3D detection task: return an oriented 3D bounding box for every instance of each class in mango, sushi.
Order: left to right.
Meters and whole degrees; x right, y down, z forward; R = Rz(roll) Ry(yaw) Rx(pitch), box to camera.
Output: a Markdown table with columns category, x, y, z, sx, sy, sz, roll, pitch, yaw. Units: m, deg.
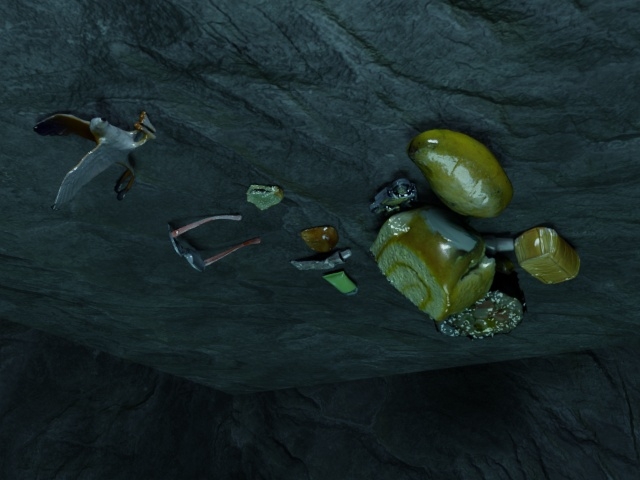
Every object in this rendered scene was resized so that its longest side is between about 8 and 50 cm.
| category | x | y | z | sx | sy | sz | roll | pitch | yaw |
| --- | --- | --- | --- | --- | --- | --- | --- | --- | --- |
| mango | 0.373 | -0.184 | 1.349 | 0.177 | 0.175 | 0.329 | -41 | 117 | 7 |
| sushi | 0.563 | 0.170 | 1.866 | 0.328 | 0.285 | 0.328 | -11 | 135 | 24 |

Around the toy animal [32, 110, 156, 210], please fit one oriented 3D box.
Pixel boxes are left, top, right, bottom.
| category | x | y | z | sx | sy | sz | roll | pitch | yaw |
| --- | --- | --- | --- | --- | --- | --- | --- | --- | --- |
| toy animal | -0.526 | -0.208 | 1.322 | 0.302 | 0.224 | 0.284 | -26 | 162 | 19 |

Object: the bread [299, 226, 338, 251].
| category | x | y | z | sx | sy | sz | roll | pitch | yaw |
| --- | --- | --- | --- | --- | --- | --- | --- | --- | --- |
| bread | 0.000 | 0.000 | 1.778 | 0.126 | 0.044 | 0.129 | -7 | 153 | 14 |

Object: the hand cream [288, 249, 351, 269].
| category | x | y | z | sx | sy | sz | roll | pitch | yaw |
| --- | --- | --- | --- | --- | --- | --- | --- | --- | --- |
| hand cream | 0.004 | 0.079 | 1.919 | 0.257 | 0.050 | 0.084 | -14 | 151 | 29 |

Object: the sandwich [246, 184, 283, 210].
| category | x | y | z | sx | sy | sz | roll | pitch | yaw |
| --- | --- | --- | --- | --- | --- | --- | --- | --- | --- |
| sandwich | -0.167 | -0.136 | 1.537 | 0.105 | 0.035 | 0.093 | -17 | 146 | 26 |

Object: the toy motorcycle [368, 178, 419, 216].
| category | x | y | z | sx | sy | sz | roll | pitch | yaw |
| --- | --- | --- | --- | --- | --- | --- | --- | --- | --- |
| toy motorcycle | 0.233 | -0.126 | 1.538 | 0.124 | 0.061 | 0.193 | 5 | 152 | -25 |

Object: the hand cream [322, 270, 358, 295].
| category | x | y | z | sx | sy | sz | roll | pitch | yaw |
| --- | --- | --- | --- | --- | --- | --- | --- | --- | --- |
| hand cream | 0.091 | 0.174 | 2.091 | 0.095 | 0.045 | 0.175 | -15 | 141 | 26 |

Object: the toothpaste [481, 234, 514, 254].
| category | x | y | z | sx | sy | sz | roll | pitch | yaw |
| --- | --- | --- | --- | --- | --- | --- | --- | --- | --- |
| toothpaste | 0.535 | 0.018 | 1.808 | 0.283 | 0.068 | 0.099 | -1 | 122 | 20 |

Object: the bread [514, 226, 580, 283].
| category | x | y | z | sx | sy | sz | roll | pitch | yaw |
| --- | --- | --- | --- | --- | --- | --- | --- | --- | --- |
| bread | 0.806 | 0.059 | 1.814 | 0.153 | 0.119 | 0.288 | -22 | 143 | 39 |

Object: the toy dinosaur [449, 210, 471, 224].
| category | x | y | z | sx | sy | sz | roll | pitch | yaw |
| --- | --- | --- | --- | --- | --- | --- | --- | --- | --- |
| toy dinosaur | 0.454 | -0.060 | 1.670 | 0.096 | 0.059 | 0.132 | 5 | 160 | -27 |

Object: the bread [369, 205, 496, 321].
| category | x | y | z | sx | sy | sz | roll | pitch | yaw |
| --- | --- | --- | --- | --- | --- | --- | --- | --- | --- |
| bread | 0.336 | 0.025 | 1.583 | 0.240 | 0.395 | 0.263 | -20 | 136 | -28 |

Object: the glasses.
| category | x | y | z | sx | sy | sz | roll | pitch | yaw |
| --- | --- | --- | --- | --- | --- | --- | --- | --- | --- |
| glasses | -0.365 | -0.013 | 1.760 | 0.269 | 0.118 | 0.234 | -25 | 145 | 4 |
